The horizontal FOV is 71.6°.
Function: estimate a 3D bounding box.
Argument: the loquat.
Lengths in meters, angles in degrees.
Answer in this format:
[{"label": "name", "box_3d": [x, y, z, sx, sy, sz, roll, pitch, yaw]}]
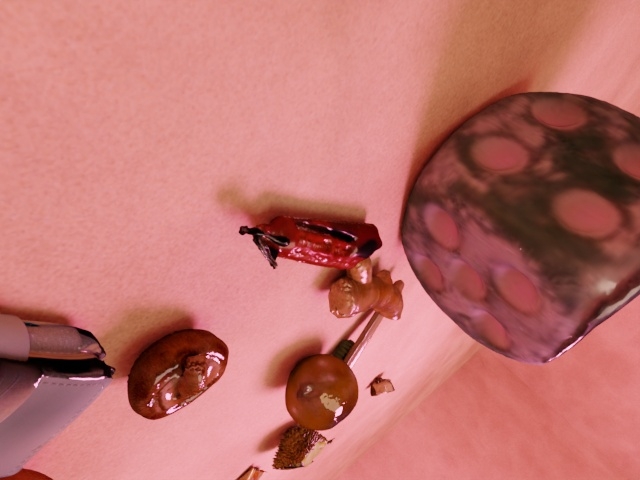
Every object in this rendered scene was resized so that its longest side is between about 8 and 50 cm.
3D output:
[{"label": "loquat", "box_3d": [0.000, 0.303, 0.893, 0.152, 0.152, 0.195, -43, 160, -5]}]

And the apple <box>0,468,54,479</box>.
[{"label": "apple", "box_3d": [-0.315, 0.318, 0.421, 0.162, 0.201, 0.201, -37, 153, 6]}]

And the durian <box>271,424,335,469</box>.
[{"label": "durian", "box_3d": [-0.057, 0.542, 1.186, 0.137, 0.095, 0.220, -15, 161, 19]}]

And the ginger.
[{"label": "ginger", "box_3d": [0.098, 0.105, 0.840, 0.118, 0.065, 0.299, -57, 150, 1]}]

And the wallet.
[{"label": "wallet", "box_3d": [-0.300, 0.125, 0.324, 0.176, 0.075, 0.250, -42, 153, 1]}]

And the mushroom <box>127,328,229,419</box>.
[{"label": "mushroom", "box_3d": [-0.170, 0.165, 0.538, 0.127, 0.087, 0.127, -30, 144, -25]}]

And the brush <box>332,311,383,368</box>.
[{"label": "brush", "box_3d": [0.088, 0.220, 1.007, 0.282, 0.048, 0.054, -57, 153, 5]}]

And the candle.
[{"label": "candle", "box_3d": [0.000, 0.000, 0.584, 0.301, 0.059, 0.084, 11, 107, -60]}]

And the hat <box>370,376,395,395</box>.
[{"label": "hat", "box_3d": [0.208, 0.498, 1.517, 0.076, 0.059, 0.077, -23, 156, 35]}]

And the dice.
[{"label": "dice", "box_3d": [0.366, -0.017, 0.750, 0.328, 0.348, 0.330, -34, 149, -18]}]

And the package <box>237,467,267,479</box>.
[{"label": "package", "box_3d": [-0.205, 0.661, 1.200, 0.120, 0.031, 0.108, -38, 151, -15]}]
